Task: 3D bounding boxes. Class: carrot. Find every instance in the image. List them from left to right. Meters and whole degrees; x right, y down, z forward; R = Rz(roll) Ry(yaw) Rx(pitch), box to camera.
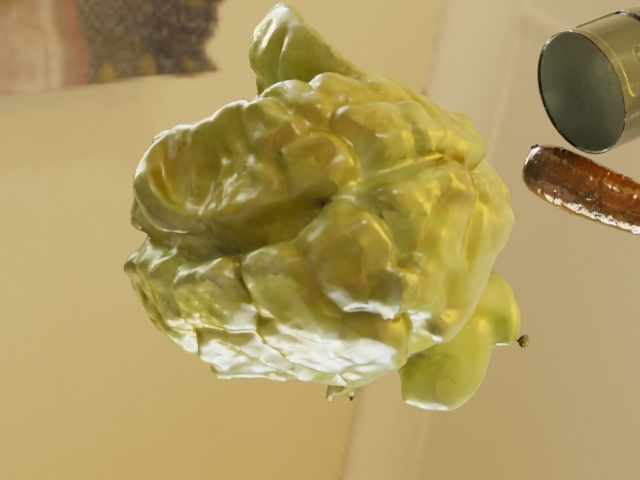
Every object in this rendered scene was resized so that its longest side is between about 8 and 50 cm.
[{"bbox_3d":[0.282,-0.040,1.468,0.186,0.060,0.060,24,-59,12],"label":"carrot"}]

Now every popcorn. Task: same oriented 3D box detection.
[{"bbox_3d":[0.000,0.000,0.550,0.135,0.141,0.162,-99,169,-71],"label":"popcorn"}]

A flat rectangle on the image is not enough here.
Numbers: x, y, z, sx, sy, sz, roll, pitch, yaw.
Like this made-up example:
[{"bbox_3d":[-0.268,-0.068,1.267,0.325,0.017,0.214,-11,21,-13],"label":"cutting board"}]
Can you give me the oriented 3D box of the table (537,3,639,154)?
[{"bbox_3d":[0.335,-0.176,1.486,0.126,0.220,0.126,43,-35,40],"label":"table"}]
